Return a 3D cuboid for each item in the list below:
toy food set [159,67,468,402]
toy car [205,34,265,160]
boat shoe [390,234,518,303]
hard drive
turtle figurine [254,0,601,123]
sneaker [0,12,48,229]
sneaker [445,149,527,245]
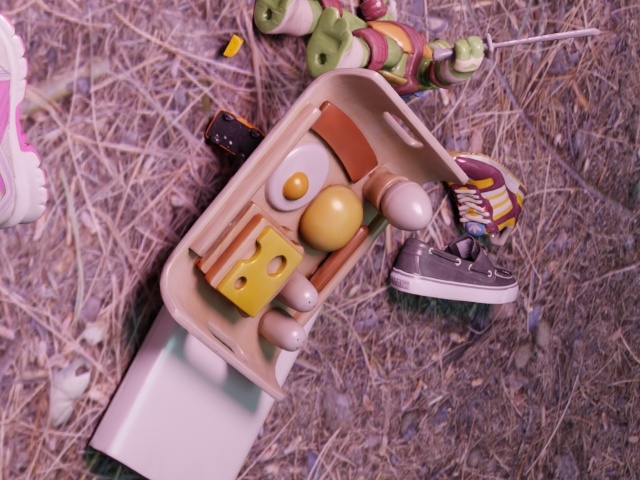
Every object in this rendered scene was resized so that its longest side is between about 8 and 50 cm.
[{"bbox_3d":[0.000,0.000,1.689,0.306,0.092,0.220,-51,140,-3],"label":"toy food set"},{"bbox_3d":[-0.074,-0.143,1.697,0.040,0.060,0.122,-58,163,-76],"label":"toy car"},{"bbox_3d":[0.169,0.030,2.061,0.228,0.080,0.076,7,99,-45],"label":"boat shoe"},{"bbox_3d":[-0.101,0.115,1.759,0.203,0.040,0.307,43,70,-50],"label":"hard drive"},{"bbox_3d":[0.085,-0.246,1.752,0.266,0.275,0.197,-2,70,-48],"label":"turtle figurine"},{"bbox_3d":[-0.301,-0.101,1.375,0.111,0.103,0.252,-39,130,-40],"label":"sneaker"},{"bbox_3d":[0.193,-0.050,2.062,0.185,0.069,0.084,28,75,-52],"label":"sneaker"}]
